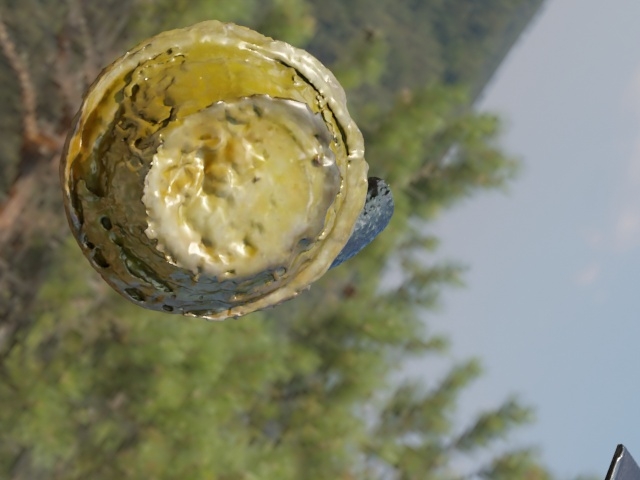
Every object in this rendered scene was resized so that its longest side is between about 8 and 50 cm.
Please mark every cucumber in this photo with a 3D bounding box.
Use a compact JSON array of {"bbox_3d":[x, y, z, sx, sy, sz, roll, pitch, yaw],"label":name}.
[{"bbox_3d":[0.000,0.000,1.634,0.214,0.052,0.058,-33,118,-54],"label":"cucumber"}]

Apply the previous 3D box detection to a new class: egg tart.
[{"bbox_3d":[-0.057,-0.035,1.057,0.191,0.191,0.074,-56,-158,1],"label":"egg tart"}]

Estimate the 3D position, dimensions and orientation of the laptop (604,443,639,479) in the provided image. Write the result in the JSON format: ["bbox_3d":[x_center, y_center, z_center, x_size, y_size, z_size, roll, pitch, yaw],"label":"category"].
[{"bbox_3d":[0.299,0.320,1.814,0.016,0.135,0.197,2,-124,38],"label":"laptop"}]
